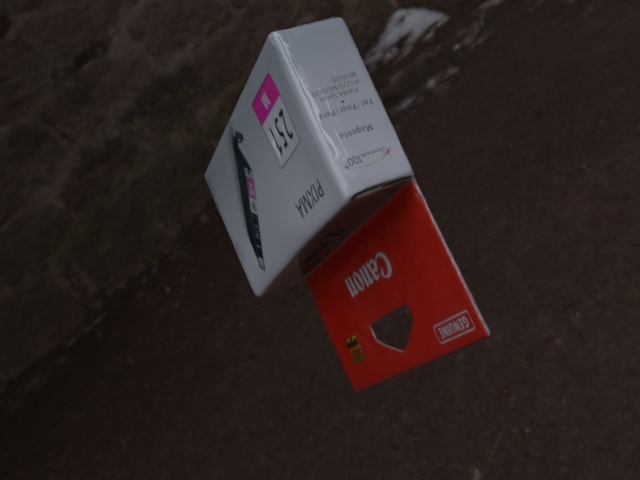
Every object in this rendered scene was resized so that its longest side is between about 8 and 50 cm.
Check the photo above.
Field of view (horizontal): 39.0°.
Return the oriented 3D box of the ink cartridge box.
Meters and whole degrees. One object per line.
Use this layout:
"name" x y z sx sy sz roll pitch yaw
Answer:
"ink cartridge box" 0.000 0.000 0.704 0.060 0.239 0.275 -19 -10 -22
